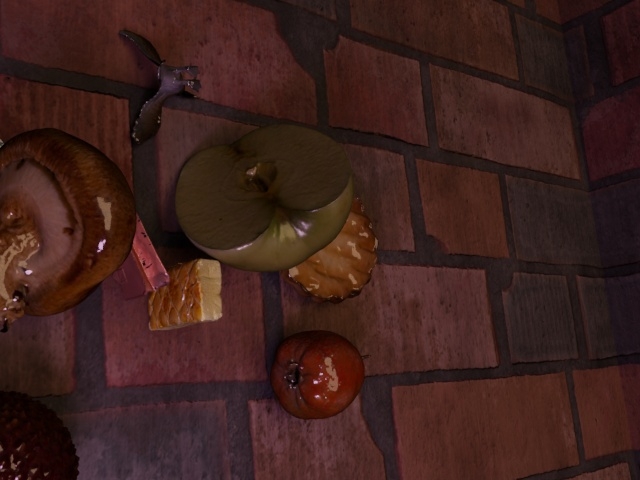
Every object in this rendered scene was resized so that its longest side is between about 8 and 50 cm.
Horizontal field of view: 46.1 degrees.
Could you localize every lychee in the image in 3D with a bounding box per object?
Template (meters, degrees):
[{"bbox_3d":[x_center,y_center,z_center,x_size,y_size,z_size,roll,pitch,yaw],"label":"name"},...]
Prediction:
[{"bbox_3d":[-0.524,0.378,1.193,0.275,0.276,0.304,49,26,-19],"label":"lychee"}]

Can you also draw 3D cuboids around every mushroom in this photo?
[{"bbox_3d":[-0.478,-0.022,1.300,0.260,0.346,0.345,-14,87,-61],"label":"mushroom"}]

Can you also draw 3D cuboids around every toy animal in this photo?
[{"bbox_3d":[-0.326,-0.335,1.659,0.197,0.160,0.272,8,79,-41],"label":"toy animal"}]

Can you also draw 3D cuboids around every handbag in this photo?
[{"bbox_3d":[-0.387,0.009,1.484,0.059,0.157,0.212,-27,95,-34],"label":"handbag"}]

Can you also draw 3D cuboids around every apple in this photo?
[{"bbox_3d":[-0.121,-0.107,1.619,0.320,0.311,0.360,14,26,-35],"label":"apple"}]

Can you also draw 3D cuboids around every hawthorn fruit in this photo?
[{"bbox_3d":[0.016,0.301,1.722,0.262,0.211,0.210,0,78,-49],"label":"hawthorn fruit"}]

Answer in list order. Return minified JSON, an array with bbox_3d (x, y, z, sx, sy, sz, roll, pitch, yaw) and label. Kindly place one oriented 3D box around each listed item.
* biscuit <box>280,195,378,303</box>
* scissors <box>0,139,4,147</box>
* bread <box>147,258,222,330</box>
[{"bbox_3d":[0.000,0.000,1.861,0.326,0.107,0.325,13,68,-35],"label":"biscuit"},{"bbox_3d":[-0.600,-0.152,1.429,0.125,0.030,0.256,-47,111,-35],"label":"scissors"},{"bbox_3d":[-0.280,0.114,1.528,0.068,0.189,0.125,8,73,-45],"label":"bread"}]
